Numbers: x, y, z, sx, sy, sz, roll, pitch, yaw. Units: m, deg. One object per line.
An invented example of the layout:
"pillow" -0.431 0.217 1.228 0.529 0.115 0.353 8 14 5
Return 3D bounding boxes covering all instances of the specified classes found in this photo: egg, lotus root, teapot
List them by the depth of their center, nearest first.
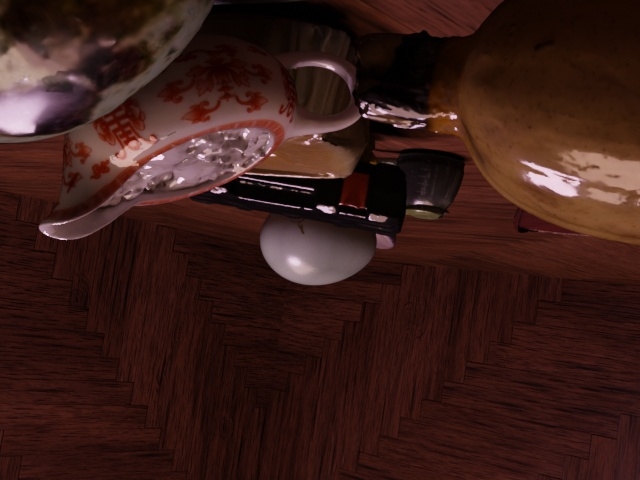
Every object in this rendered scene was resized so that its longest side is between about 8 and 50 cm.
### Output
"egg" -0.157 -0.140 0.486 0.231 0.169 0.169 -9 169 22
"lotus root" 0.172 -0.086 0.562 0.310 0.182 0.183 8 176 20
"teapot" -0.083 -0.084 0.625 0.246 0.116 0.159 -19 156 -10
"teapot" 0.135 -0.073 1.255 0.124 0.090 0.092 4 172 40
"egg" 0.000 0.000 1.842 0.264 0.182 0.183 2 180 -35

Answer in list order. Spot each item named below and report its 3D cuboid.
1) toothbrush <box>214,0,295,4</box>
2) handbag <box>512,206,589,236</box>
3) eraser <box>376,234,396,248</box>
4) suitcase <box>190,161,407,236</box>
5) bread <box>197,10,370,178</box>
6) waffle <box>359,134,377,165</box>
"toothbrush" -0.096 -0.185 0.671 0.375 0.028 0.037 6 180 34
"handbag" 0.382 -0.049 1.167 0.260 0.084 0.275 8 175 12
"eraser" 0.097 -0.028 2.086 0.204 0.059 0.243 5 171 29
"suitcase" -0.040 -0.065 1.078 0.286 0.066 0.206 10 177 7
"bread" -0.063 -0.127 0.791 0.210 0.109 0.192 4 172 14
"waffle" -0.071 -0.129 1.137 0.312 0.060 0.307 9 177 -14
